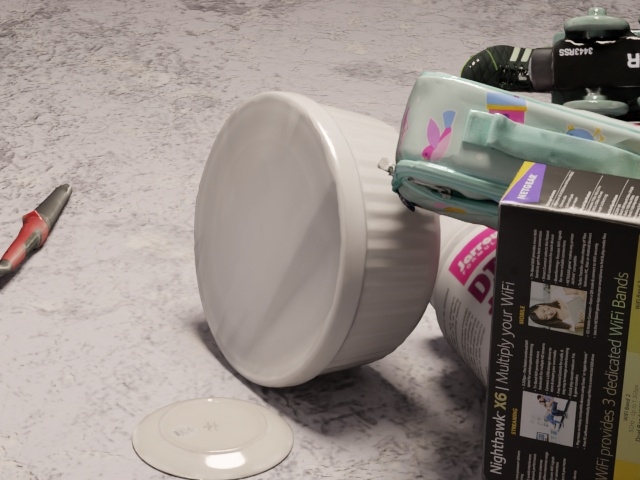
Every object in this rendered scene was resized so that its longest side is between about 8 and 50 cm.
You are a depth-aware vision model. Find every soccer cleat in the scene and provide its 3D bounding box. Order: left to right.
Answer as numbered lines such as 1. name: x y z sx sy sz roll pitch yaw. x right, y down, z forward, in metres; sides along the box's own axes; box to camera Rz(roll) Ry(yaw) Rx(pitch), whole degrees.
1. soccer cleat: 0.278 -0.234 2.450 0.179 0.060 0.072 -8 34 -26

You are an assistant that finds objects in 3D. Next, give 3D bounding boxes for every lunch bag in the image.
1. lunch bag: 0.188 -0.053 1.467 0.279 0.107 0.224 14 -1 1

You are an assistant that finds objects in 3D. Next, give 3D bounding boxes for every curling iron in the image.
1. curling iron: -0.321 -0.013 1.917 0.068 0.035 0.274 8 25 12

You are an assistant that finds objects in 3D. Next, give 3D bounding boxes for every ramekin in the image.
1. ramekin: 0.000 0.000 1.656 0.127 0.272 0.273 2 21 -33

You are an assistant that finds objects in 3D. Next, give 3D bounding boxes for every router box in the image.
1. router box: 0.252 0.109 1.354 0.243 0.308 0.081 10 30 16

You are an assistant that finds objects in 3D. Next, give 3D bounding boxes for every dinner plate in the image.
1. dinner plate: -0.094 0.167 1.555 0.141 0.017 0.141 0 24 0

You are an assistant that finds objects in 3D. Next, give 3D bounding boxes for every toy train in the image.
1. toy train: 0.416 -0.199 2.072 0.334 0.142 0.190 -1 -4 19

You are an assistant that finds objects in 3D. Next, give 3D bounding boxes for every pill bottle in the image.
1. pill bottle: 0.201 0.071 1.620 0.160 0.160 0.283 -6 25 -19

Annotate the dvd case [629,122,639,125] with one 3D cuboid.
1. dvd case: 0.370 -0.123 2.126 0.239 0.029 0.179 0 7 31
